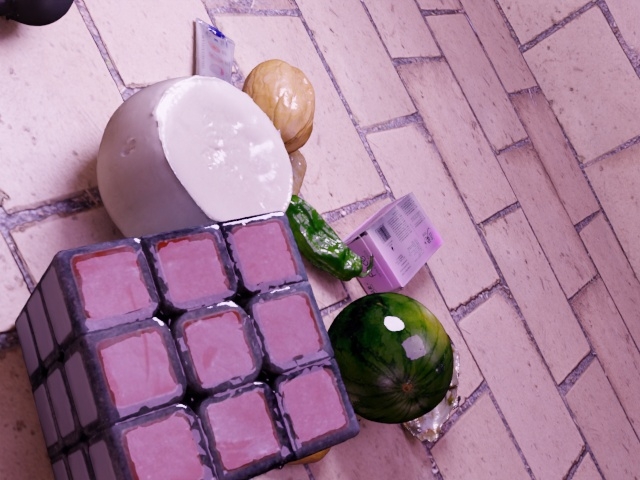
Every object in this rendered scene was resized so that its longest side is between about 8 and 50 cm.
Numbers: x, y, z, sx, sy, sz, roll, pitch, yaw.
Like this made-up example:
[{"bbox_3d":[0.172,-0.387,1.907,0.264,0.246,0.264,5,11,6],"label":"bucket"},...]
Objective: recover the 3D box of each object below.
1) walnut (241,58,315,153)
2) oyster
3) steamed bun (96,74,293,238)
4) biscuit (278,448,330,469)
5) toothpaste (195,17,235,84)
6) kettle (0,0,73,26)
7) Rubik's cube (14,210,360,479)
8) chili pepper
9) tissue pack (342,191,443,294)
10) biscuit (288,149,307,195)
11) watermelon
[{"bbox_3d":[-0.086,-0.263,1.605,0.159,0.159,0.207,24,51,-40],"label":"walnut"},{"bbox_3d":[0.200,0.271,1.673,0.166,0.094,0.294,21,60,-19],"label":"oyster"},{"bbox_3d":[-0.208,-0.099,1.298,0.324,0.206,0.324,26,52,-38],"label":"steamed bun"},{"bbox_3d":[-0.072,0.277,1.355,0.260,0.041,0.203,14,58,-40],"label":"biscuit"},{"bbox_3d":[-0.207,-0.304,1.561,0.100,0.066,0.323,26,44,-32],"label":"toothpaste"},{"bbox_3d":[-0.472,-0.459,1.227,0.250,0.207,0.271,-20,91,-60],"label":"kettle"},{"bbox_3d":[-0.183,0.168,1.023,0.305,0.301,0.304,-10,76,-34],"label":"Rubik's cube"},{"bbox_3d":[-0.002,0.000,1.597,0.257,0.074,0.100,47,39,-19],"label":"chili pepper"},{"bbox_3d":[0.158,0.011,1.767,0.148,0.092,0.246,57,36,-4],"label":"tissue pack"},{"bbox_3d":[-0.062,-0.141,1.664,0.071,0.018,0.147,44,38,-26],"label":"biscuit"},{"bbox_3d":[0.122,0.213,1.474,0.242,0.242,0.242,29,47,-37],"label":"watermelon"}]
